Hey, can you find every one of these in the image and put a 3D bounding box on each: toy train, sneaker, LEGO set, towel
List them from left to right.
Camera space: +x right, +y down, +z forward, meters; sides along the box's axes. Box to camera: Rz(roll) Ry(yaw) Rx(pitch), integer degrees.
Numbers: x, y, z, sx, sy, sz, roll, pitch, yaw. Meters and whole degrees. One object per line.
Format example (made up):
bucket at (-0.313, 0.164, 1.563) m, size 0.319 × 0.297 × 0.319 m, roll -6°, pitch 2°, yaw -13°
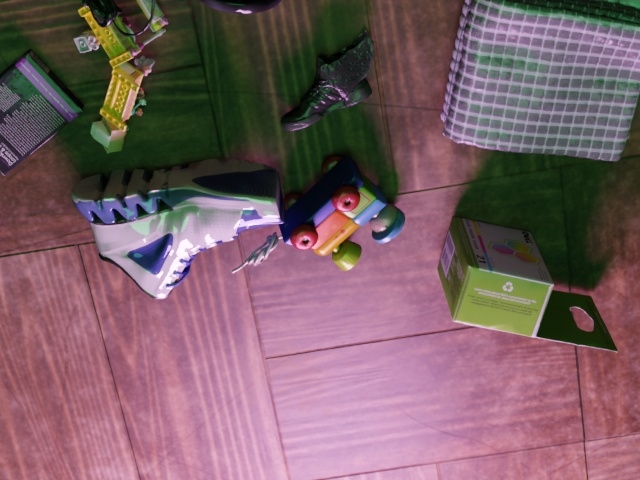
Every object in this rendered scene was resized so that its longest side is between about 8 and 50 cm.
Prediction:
LEGO set at (-0.279, -0.266, 1.959) m, size 0.132 × 0.107 × 0.287 m, roll 9°, pitch 126°, yaw 33°
sneaker at (-0.202, -0.014, 2.057) m, size 0.315 × 0.127 × 0.182 m, roll -3°, pitch 119°, yaw 8°
toy train at (0.000, 0.000, 2.079) m, size 0.248 × 0.105 × 0.143 m, roll -43°, pitch 123°, yaw 17°
sneaker at (0.008, -0.230, 1.991) m, size 0.170 × 0.051 × 0.089 m, roll -23°, pitch 114°, yaw 4°
towel at (0.329, -0.239, 1.953) m, size 0.283 × 0.121 × 0.235 m, roll 6°, pitch 116°, yaw -4°

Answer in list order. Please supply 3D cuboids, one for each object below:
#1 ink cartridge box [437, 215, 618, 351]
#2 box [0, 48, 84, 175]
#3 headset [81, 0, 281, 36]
ink cartridge box at (0.318, 0.064, 2.061) m, size 0.255 × 0.189 × 0.097 m, roll 11°, pitch 113°, yaw -8°
box at (-0.444, -0.186, 2.011) m, size 0.162 × 0.029 × 0.116 m, roll -37°, pitch 110°, yaw 14°
headset at (-0.146, -0.414, 1.820) m, size 0.394 × 0.185 × 0.243 m, roll -37°, pitch 143°, yaw -8°
